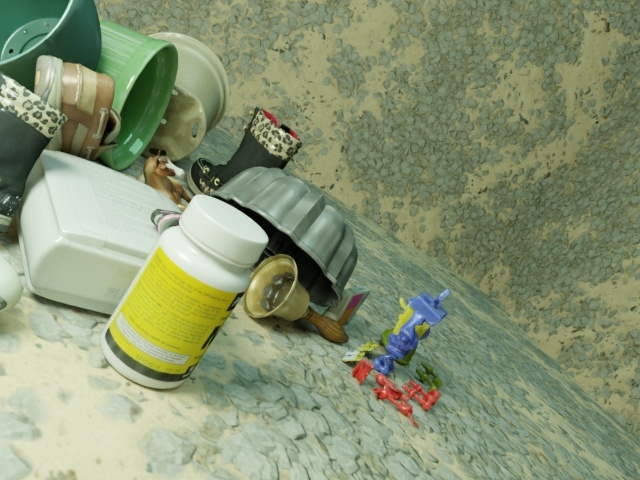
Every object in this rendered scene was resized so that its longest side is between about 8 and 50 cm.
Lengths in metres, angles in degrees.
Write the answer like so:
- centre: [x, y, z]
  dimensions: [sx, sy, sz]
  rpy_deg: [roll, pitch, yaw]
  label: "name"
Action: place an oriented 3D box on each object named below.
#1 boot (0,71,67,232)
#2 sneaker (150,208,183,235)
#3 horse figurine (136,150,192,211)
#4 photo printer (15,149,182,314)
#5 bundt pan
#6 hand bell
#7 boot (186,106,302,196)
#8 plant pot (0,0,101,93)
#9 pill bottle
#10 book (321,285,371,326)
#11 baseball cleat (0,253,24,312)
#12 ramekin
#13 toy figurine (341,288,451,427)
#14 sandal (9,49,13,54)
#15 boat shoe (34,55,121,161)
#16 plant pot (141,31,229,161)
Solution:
- centre: [-0.452, -0.136, 0.647]
  dimensions: [0.236, 0.179, 0.085]
  rpy_deg: [31, -9, -19]
  label: "boot"
- centre: [-0.186, -0.019, 0.755]
  dimensions: [0.057, 0.047, 0.119]
  rpy_deg: [28, 4, 38]
  label: "sneaker"
- centre: [-0.290, -0.082, 1.016]
  dimensions: [0.174, 0.066, 0.263]
  rpy_deg: [36, -18, -31]
  label: "horse figurine"
- centre: [-0.302, -0.014, 0.782]
  dimensions: [0.256, 0.107, 0.307]
  rpy_deg: [23, 15, -42]
  label: "photo printer"
- centre: [-0.061, -0.018, 1.052]
  dimensions: [0.330, 0.124, 0.331]
  rpy_deg: [34, -20, 14]
  label: "bundt pan"
- centre: [-0.023, 0.140, 1.023]
  dimensions: [0.242, 0.126, 0.126]
  rpy_deg: [42, 5, -39]
  label: "hand bell"
- centre: [-0.199, -0.197, 1.359]
  dimensions: [0.138, 0.284, 0.377]
  rpy_deg: [27, 15, -33]
  label: "boot"
- centre: [-0.515, -0.365, 0.913]
  dimensions: [0.293, 0.293, 0.235]
  rpy_deg: [35, -11, 5]
  label: "plant pot"
- centre: [-0.157, 0.058, 0.633]
  dimensions: [0.119, 0.208, 0.119]
  rpy_deg: [33, 12, -8]
  label: "pill bottle"
- centre: [0.057, 0.144, 1.163]
  dimensions: [0.035, 0.096, 0.144]
  rpy_deg: [38, 12, 19]
  label: "book"
- centre: [-0.397, 0.005, 0.536]
  dimensions: [0.205, 0.072, 0.109]
  rpy_deg: [32, 20, 14]
  label: "baseball cleat"
- centre: [-0.447, -0.320, 1.173]
  dimensions: [0.148, 0.303, 0.303]
  rpy_deg: [26, 12, -5]
  label: "ramekin"
- centre: [0.217, 0.195, 1.104]
  dimensions: [0.191, 0.217, 0.362]
  rpy_deg: [38, 13, 18]
  label: "toy figurine"
- centre: [-0.661, -0.366, 1.174]
  dimensions: [0.446, 0.167, 0.107]
  rpy_deg: [1, 77, -78]
  label: "sandal"
- centre: [-0.384, -0.174, 0.871]
  dimensions: [0.116, 0.123, 0.324]
  rpy_deg: [0, -12, -22]
  label: "boat shoe"
- centre: [-0.425, -0.381, 1.515]
  dimensions: [0.333, 0.334, 0.305]
  rpy_deg: [29, 24, -25]
  label: "plant pot"
